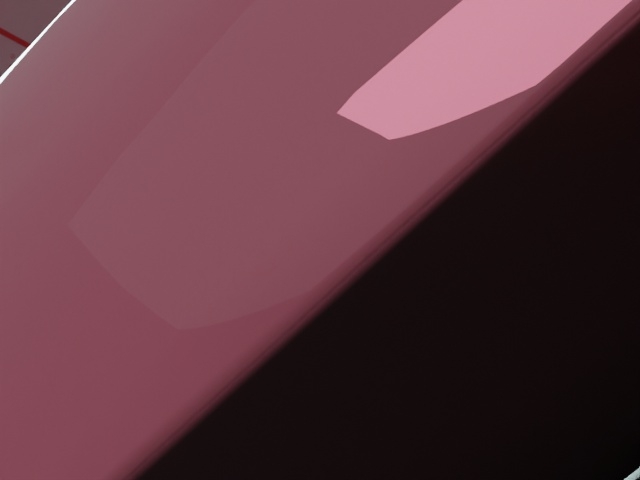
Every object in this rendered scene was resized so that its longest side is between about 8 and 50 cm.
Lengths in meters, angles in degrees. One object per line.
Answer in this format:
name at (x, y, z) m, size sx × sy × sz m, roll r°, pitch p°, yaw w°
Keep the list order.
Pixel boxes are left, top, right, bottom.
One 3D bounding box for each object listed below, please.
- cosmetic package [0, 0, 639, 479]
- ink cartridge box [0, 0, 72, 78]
cosmetic package at (0.000, 0.000, 0.593) m, size 0.365 × 0.155 × 0.197 m, roll -41°, pitch 43°, yaw 22°
ink cartridge box at (-0.087, -0.152, 1.173) m, size 0.353 × 0.207 × 0.119 m, roll -61°, pitch -1°, yaw 12°
